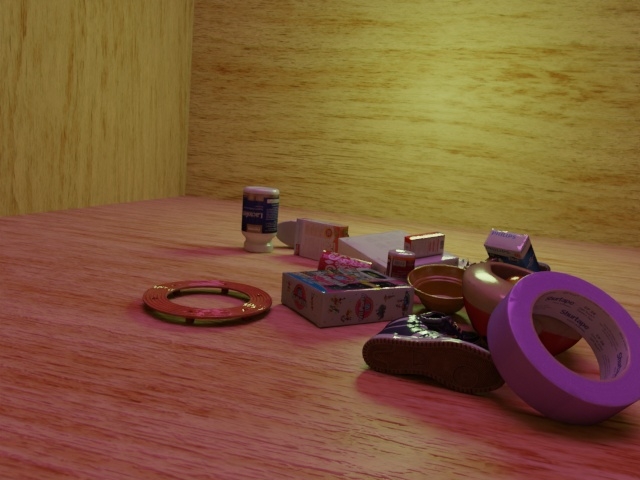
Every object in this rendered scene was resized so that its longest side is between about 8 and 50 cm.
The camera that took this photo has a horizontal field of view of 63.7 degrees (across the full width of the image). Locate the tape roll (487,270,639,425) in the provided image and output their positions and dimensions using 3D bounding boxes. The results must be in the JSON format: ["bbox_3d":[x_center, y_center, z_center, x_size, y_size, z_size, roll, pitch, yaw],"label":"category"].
[{"bbox_3d":[0.457,0.192,0.955,0.274,0.090,0.275,8,48,-9],"label":"tape roll"}]

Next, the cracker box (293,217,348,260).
[{"bbox_3d":[0.000,0.000,2.101,0.232,0.156,0.067,13,12,38],"label":"cracker box"}]

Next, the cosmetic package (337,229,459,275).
[{"bbox_3d":[0.268,0.065,1.867,0.284,0.098,0.377,-5,18,-23],"label":"cosmetic package"}]

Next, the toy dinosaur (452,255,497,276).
[{"bbox_3d":[0.459,0.134,1.693,0.295,0.127,0.200,-6,4,-3],"label":"toy dinosaur"}]

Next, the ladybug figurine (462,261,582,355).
[{"bbox_3d":[0.485,0.173,1.262,0.304,0.162,0.449,20,13,17],"label":"ladybug figurine"}]

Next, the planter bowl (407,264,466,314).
[{"bbox_3d":[0.361,0.156,1.516,0.216,0.091,0.217,0,23,0],"label":"planter bowl"}]

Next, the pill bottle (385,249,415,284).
[{"bbox_3d":[0.246,0.109,1.599,0.085,0.152,0.086,5,9,-1],"label":"pill bottle"}]

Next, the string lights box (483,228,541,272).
[{"bbox_3d":[0.678,0.077,1.796,0.133,0.077,0.260,14,-29,45],"label":"string lights box"}]

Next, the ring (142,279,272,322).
[{"bbox_3d":[-0.296,0.161,1.368,0.336,0.032,0.336,4,10,-1],"label":"ring"}]

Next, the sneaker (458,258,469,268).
[{"bbox_3d":[0.489,0.108,1.854,0.075,0.057,0.161,-2,17,25],"label":"sneaker"}]

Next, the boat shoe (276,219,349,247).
[{"bbox_3d":[-0.047,-0.020,2.363,0.340,0.127,0.158,12,2,-10],"label":"boat shoe"}]

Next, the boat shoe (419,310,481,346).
[{"bbox_3d":[0.309,0.214,1.220,0.183,0.083,0.065,1,10,-24],"label":"boat shoe"}]

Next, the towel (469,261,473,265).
[{"bbox_3d":[0.430,0.099,2.073,0.316,0.054,0.331,12,13,35],"label":"towel"}]

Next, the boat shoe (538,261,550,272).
[{"bbox_3d":[0.854,0.126,2.132,0.183,0.066,0.066,-1,11,26],"label":"boat shoe"}]

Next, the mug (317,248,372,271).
[{"bbox_3d":[0.078,0.116,1.704,0.169,0.151,0.113,11,-26,9],"label":"mug"}]

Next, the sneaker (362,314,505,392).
[{"bbox_3d":[0.242,0.226,1.068,0.281,0.099,0.153,6,11,22],"label":"sneaker"}]

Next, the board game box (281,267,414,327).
[{"bbox_3d":[0.074,0.151,1.435,0.303,0.098,0.224,-2,11,-31],"label":"board game box"}]

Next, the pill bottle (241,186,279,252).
[{"bbox_3d":[-0.255,-0.089,2.165,0.153,0.265,0.153,4,9,-1],"label":"pill bottle"}]

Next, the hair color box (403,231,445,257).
[{"bbox_3d":[0.353,0.016,1.752,0.141,0.072,0.043,-7,20,-23],"label":"hair color box"}]
